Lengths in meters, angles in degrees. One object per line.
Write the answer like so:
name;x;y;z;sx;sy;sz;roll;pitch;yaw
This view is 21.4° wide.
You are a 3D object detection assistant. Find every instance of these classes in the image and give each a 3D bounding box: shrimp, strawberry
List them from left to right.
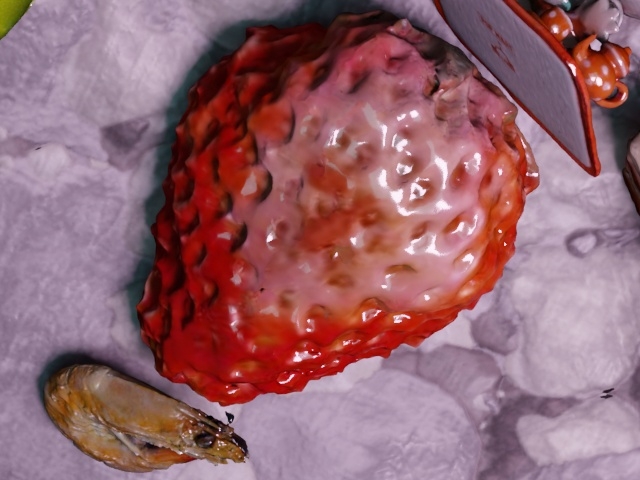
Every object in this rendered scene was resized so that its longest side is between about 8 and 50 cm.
shrimp;-0.133;0.142;1.293;0.190;0.042;0.101;9;129;29
strawberry;0.000;0.000;1.218;0.265;0.149;0.336;36;108;-16

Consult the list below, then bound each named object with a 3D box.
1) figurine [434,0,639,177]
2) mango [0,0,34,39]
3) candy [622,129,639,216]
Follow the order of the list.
figurine;0.210;-0.196;1.141;0.226;0.183;0.160;-37;152;-5
mango;-0.229;-0.199;1.172;0.091;0.074;0.165;30;121;-19
candy;0.353;0.049;1.188;0.179;0.135;0.321;-23;75;3
